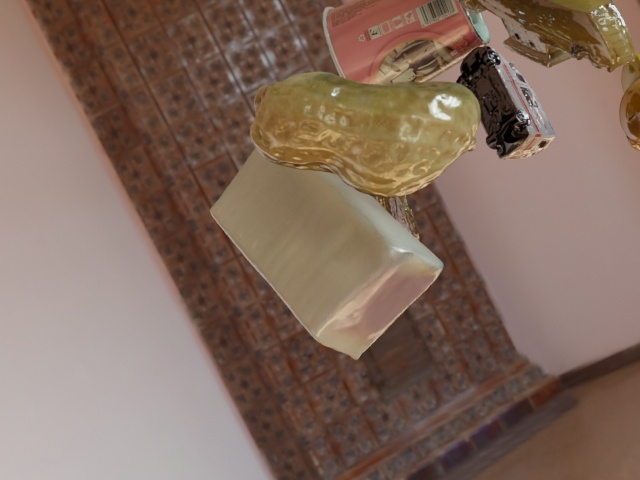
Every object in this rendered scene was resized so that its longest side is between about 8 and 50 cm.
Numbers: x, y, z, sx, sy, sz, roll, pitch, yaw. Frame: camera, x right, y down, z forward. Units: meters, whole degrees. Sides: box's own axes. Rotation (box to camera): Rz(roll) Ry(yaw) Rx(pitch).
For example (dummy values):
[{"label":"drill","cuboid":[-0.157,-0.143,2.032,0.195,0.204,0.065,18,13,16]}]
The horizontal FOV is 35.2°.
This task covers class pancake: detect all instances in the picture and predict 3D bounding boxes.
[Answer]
[{"label":"pancake","cuboid":[0.157,-0.045,2.045,0.021,0.199,0.199,-20,1,-12]}]

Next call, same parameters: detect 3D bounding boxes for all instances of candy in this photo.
[{"label":"candy","cuboid":[0.000,-0.002,1.579,0.208,0.358,0.145,-50,-37,11]}]

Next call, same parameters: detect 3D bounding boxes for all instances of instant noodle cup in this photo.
[{"label":"instant noodle cup","cuboid":[0.165,-0.379,1.863,0.255,0.243,0.244,-24,4,21]}]

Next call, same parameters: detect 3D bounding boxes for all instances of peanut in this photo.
[{"label":"peanut","cuboid":[0.057,-0.133,1.273,0.291,0.159,0.143,4,-36,-1]}]

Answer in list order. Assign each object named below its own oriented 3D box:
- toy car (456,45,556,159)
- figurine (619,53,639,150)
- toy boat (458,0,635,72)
[{"label":"toy car","cuboid":[0.326,-0.243,1.765,0.108,0.209,0.089,-6,-26,-38]},{"label":"figurine","cuboid":[0.661,-0.266,1.867,0.228,0.215,0.215,0,2,-2]},{"label":"toy boat","cuboid":[0.301,-0.299,1.360,0.089,0.121,0.321,-24,38,-16]}]
